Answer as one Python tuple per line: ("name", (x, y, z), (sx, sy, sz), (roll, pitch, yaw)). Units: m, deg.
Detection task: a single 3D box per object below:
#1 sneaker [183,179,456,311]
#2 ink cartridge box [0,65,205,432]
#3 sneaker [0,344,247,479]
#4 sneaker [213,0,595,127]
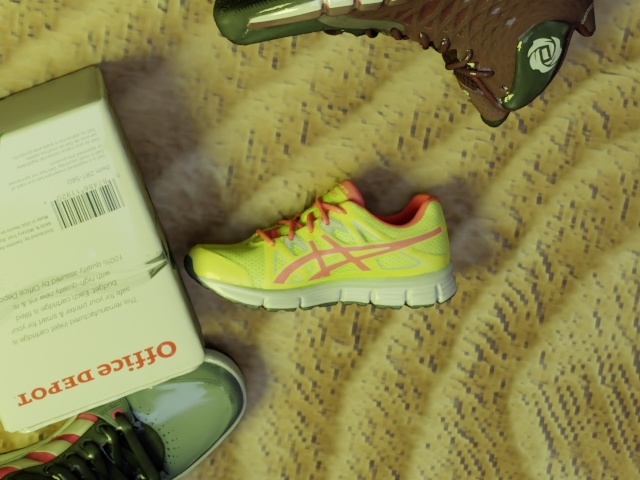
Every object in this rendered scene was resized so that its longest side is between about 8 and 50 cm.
("sneaker", (0.000, 0.000, 1.482), (0.208, 0.081, 0.094), (-2, 105, -15))
("ink cartridge box", (-0.194, 0.008, 1.438), (0.160, 0.092, 0.219), (-19, 113, -1))
("sneaker", (-0.181, 0.195, 1.468), (0.295, 0.178, 0.124), (-31, 113, 4))
("sneaker", (0.074, -0.144, 1.418), (0.281, 0.106, 0.162), (-17, 116, -3))
